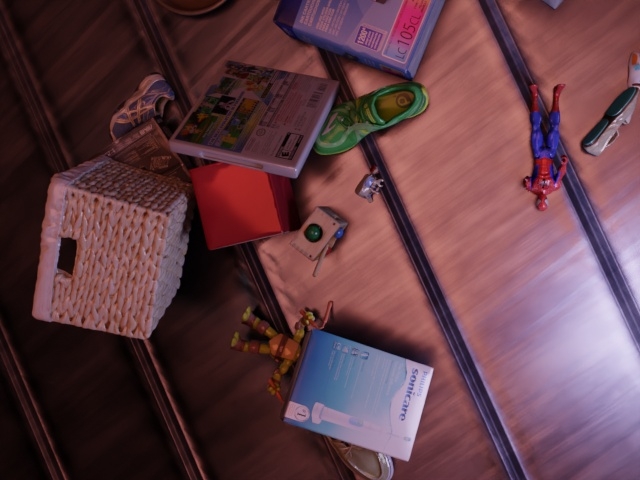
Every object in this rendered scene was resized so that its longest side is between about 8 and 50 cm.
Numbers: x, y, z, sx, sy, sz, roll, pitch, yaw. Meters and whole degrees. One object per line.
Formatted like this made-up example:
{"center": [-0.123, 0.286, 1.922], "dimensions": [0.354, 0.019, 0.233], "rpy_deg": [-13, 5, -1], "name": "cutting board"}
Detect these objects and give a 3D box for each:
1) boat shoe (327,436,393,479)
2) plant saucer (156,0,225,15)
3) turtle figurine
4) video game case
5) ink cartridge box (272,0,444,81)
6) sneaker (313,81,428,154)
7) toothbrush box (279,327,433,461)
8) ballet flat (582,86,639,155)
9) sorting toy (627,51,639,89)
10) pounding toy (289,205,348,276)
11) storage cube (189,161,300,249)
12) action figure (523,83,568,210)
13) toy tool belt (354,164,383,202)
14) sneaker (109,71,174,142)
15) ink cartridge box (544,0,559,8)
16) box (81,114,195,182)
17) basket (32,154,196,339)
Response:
{"center": [0.058, 0.471, 1.627], "dimensions": [0.109, 0.094, 0.302], "rpy_deg": [-43, 84, 11], "name": "boat shoe"}
{"center": [-0.311, -0.696, 1.677], "dimensions": [0.277, 0.041, 0.278], "rpy_deg": [1, 93, 13], "name": "plant saucer"}
{"center": [-0.096, 0.244, 1.654], "dimensions": [0.217, 0.087, 0.270], "rpy_deg": [24, 82, 3], "name": "turtle figurine"}
{"center": [-0.143, -0.288, 1.552], "dimensions": [0.299, 0.329, 0.036], "rpy_deg": [13, 140, 11], "name": "video game case"}
{"center": [0.073, -0.563, 1.547], "dimensions": [0.395, 0.151, 0.270], "rpy_deg": [24, 97, 12], "name": "ink cartridge box"}
{"center": [0.104, -0.295, 1.563], "dimensions": [0.295, 0.123, 0.109], "rpy_deg": [-25, 88, 13], "name": "sneaker"}
{"center": [0.080, 0.349, 1.539], "dimensions": [0.295, 0.126, 0.216], "rpy_deg": [18, 78, -3], "name": "toothbrush box"}
{"center": [0.648, -0.261, 1.491], "dimensions": [0.052, 0.057, 0.168], "rpy_deg": [34, 104, -19], "name": "ballet flat"}
{"center": [0.711, -0.363, 1.475], "dimensions": [0.083, 0.045, 0.075], "rpy_deg": [19, 116, 11], "name": "sorting toy"}
{"center": [0.000, 0.000, 1.592], "dimensions": [0.100, 0.141, 0.130], "rpy_deg": [37, 100, 8], "name": "pounding toy"}
{"center": [-0.175, -0.094, 1.605], "dimensions": [0.214, 0.183, 0.193], "rpy_deg": [-14, 91, 12], "name": "storage cube"}
{"center": [0.493, -0.203, 1.481], "dimensions": [0.091, 0.139, 0.281], "rpy_deg": [1, 96, 13], "name": "action figure"}
{"center": [0.123, -0.134, 1.611], "dimensions": [0.051, 0.052, 0.083], "rpy_deg": [30, 104, -22], "name": "toy tool belt"}
{"center": [-0.454, -0.322, 1.706], "dimensions": [0.081, 0.080, 0.211], "rpy_deg": [43, 102, 10], "name": "sneaker"}
{"center": [0.550, -0.647, 1.410], "dimensions": [0.114, 0.197, 0.273], "rpy_deg": [43, 101, 7], "name": "ink cartridge box"}
{"center": [-0.453, -0.180, 1.702], "dimensions": [0.231, 0.056, 0.183], "rpy_deg": [-30, 103, 12], "name": "box"}
{"center": [-0.462, 0.009, 1.560], "dimensions": [0.266, 0.331, 0.328], "rpy_deg": [14, 106, -2], "name": "basket"}
